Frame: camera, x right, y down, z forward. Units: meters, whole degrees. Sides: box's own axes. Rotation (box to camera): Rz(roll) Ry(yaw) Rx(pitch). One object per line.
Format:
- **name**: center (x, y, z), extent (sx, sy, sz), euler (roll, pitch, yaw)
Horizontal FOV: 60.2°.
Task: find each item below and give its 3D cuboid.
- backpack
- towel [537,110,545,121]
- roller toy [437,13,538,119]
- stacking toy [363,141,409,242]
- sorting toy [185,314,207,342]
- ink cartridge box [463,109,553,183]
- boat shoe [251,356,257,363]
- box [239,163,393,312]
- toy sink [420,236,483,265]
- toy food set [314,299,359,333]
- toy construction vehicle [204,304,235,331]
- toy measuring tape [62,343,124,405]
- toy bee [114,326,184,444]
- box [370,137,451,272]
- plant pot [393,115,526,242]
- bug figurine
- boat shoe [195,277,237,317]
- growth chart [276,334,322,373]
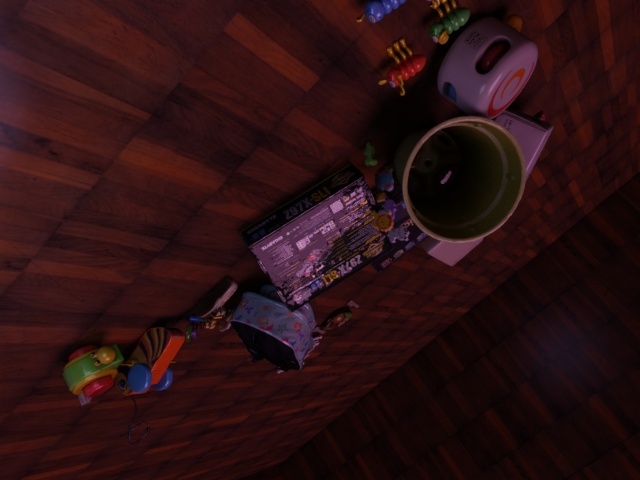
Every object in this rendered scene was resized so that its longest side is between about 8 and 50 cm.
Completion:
- **backpack**: center (-0.129, 0.236, 1.538), extent (0.191, 0.225, 0.254), euler (-64, 160, -20)
- **towel**: center (0.647, -0.249, 1.763), extent (0.275, 0.031, 0.199), euler (-60, 153, -6)
- **roller toy**: center (0.354, -0.372, 1.189), extent (0.191, 0.146, 0.209), euler (-27, 151, -39)
- **stacking toy**: center (0.161, -0.110, 1.337), extent (0.052, 0.221, 0.167), euler (-11, 163, 19)
- **sorting toy**: center (-0.323, 0.228, 1.457), extent (0.042, 0.102, 0.061), euler (7, 111, -1)
- **ink cartridge box**: center (0.508, -0.224, 1.480), extent (0.306, 0.131, 0.226), euler (-29, 144, -62)
- **boat shoe**: center (-0.184, 0.399, 1.961), extent (0.132, 0.042, 0.049), euler (-29, 156, -9)
- **box**: center (0.000, 0.000, 1.363), extent (0.321, 0.079, 0.257), euler (-32, 132, -4)
- **toy sink**: center (0.424, -0.028, 1.866), extent (0.153, 0.131, 0.234), euler (-44, 148, 17)
- **toy food set**: center (0.069, 0.307, 2.106), extent (0.192, 0.039, 0.132), euler (-39, 154, 7)
- **toy construction vehicle**: center (-0.278, 0.223, 1.559), extent (0.098, 0.035, 0.085), euler (-46, 152, 21)
- **toy measuring tape**: center (-0.574, 0.340, 1.334), extent (0.121, 0.122, 0.330), euler (-8, 153, -43)
- **toy bee**: center (-0.478, 0.339, 1.425), extent (0.298, 0.162, 0.195), euler (-56, 150, -16)
- **box**: center (0.265, -0.097, 1.601), extent (0.394, 0.097, 0.318), euler (-36, 150, 4)
- **plant pot**: center (0.289, -0.163, 1.288), extent (0.275, 0.254, 0.276), euler (-3, 108, -8)
- **bug figurine**: center (0.179, -0.402, 1.015), extent (0.216, 0.072, 0.279), euler (-37, 154, 3)
- **boat shoe**: center (-0.268, 0.154, 1.439), extent (0.135, 0.050, 0.045), euler (-41, 148, 12)
- **growth chart**: center (-0.081, 0.449, 2.189), extent (0.171, 0.021, 0.237), euler (-14, 147, -39)
